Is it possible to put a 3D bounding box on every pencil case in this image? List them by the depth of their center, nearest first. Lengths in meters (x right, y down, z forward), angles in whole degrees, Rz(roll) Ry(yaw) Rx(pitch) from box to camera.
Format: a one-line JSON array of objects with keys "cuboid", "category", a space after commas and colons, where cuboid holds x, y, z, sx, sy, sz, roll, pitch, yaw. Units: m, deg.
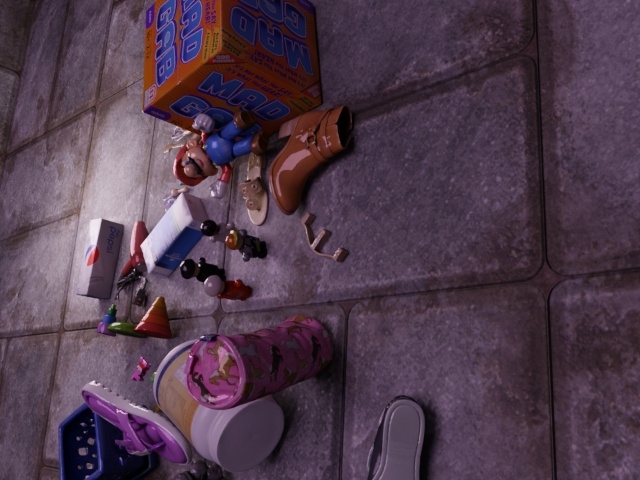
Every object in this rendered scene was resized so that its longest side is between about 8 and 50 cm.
[{"cuboid": [-0.126, 0.262, 1.450, 0.160, 0.386, 0.167, -34, 73, 27], "category": "pencil case"}]

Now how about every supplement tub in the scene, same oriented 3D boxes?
[{"cuboid": [-0.258, 0.411, 1.636, 0.316, 0.228, 0.229, 28, 97, 45], "category": "supplement tub"}]

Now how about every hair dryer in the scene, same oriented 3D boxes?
[{"cuboid": [-0.656, 0.074, 2.243, 0.223, 0.080, 0.294, 10, 84, 46], "category": "hair dryer"}]

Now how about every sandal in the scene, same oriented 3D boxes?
[{"cuboid": [-0.507, 0.512, 1.730, 0.416, 0.170, 0.102, 16, 45, 33], "category": "sandal"}, {"cuboid": [-0.207, -0.163, 1.881, 0.088, 0.079, 0.240, -17, 66, 40], "category": "sandal"}]

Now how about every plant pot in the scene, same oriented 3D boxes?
[{"cuboid": [-0.633, 0.622, 1.945, 0.236, 0.212, 0.236, -38, 53, 29], "category": "plant pot"}]

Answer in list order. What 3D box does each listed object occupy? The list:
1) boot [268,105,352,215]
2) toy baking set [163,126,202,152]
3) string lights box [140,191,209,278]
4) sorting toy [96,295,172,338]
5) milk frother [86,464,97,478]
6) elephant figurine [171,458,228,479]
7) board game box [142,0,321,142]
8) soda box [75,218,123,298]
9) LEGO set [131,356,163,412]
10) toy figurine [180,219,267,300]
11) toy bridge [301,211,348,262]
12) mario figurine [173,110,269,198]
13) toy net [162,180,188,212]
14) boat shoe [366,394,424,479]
[{"cuboid": [-0.016, -0.214, 1.710, 0.220, 0.109, 0.284, -8, 64, 39], "category": "boot"}, {"cuboid": [-0.441, -0.384, 2.215, 0.256, 0.030, 0.196, -55, 38, 5], "category": "toy baking set"}, {"cuboid": [-0.472, -0.015, 2.094, 0.260, 0.076, 0.133, -47, 49, 23], "category": "string lights box"}, {"cuboid": [-0.603, 0.246, 2.108, 0.365, 0.127, 0.126, -7, 66, 42], "category": "sorting toy"}, {"cuboid": [-0.725, 0.771, 2.078, 0.134, 0.129, 0.143, -30, 16, -7], "category": "milk frother"}, {"cuboid": [-0.339, 0.700, 1.697, 0.169, 0.186, 0.239, 43, 122, 9], "category": "elephant figurine"}, {"cuboid": [-0.255, -0.527, 1.848, 0.356, 0.356, 0.357, -23, 61, 38], "category": "board game box"}, {"cuboid": [-0.813, 0.068, 2.387, 0.091, 0.098, 0.287, -4, 73, 43], "category": "soda box"}, {"cuboid": [-0.486, 0.454, 1.943, 0.227, 0.087, 0.093, 28, 82, 46], "category": "LEGO set"}, {"cuboid": [-0.277, 0.052, 1.830, 0.213, 0.148, 0.210, 29, 97, 46], "category": "toy figurine"}, {"cuboid": [0.000, 0.000, 1.663, 0.063, 0.026, 0.188, -57, 46, 16], "category": "toy bridge"}, {"cuboid": [-0.305, -0.235, 1.838, 0.320, 0.170, 0.198, -24, 73, 34], "category": "mario figurine"}, {"cuboid": [-0.484, -0.200, 2.189, 0.232, 0.045, 0.122, -55, 47, 17], "category": "toy net"}, {"cuboid": [0.151, 0.468, 1.320, 0.114, 0.091, 0.303, 17, 87, 2], "category": "boat shoe"}]
